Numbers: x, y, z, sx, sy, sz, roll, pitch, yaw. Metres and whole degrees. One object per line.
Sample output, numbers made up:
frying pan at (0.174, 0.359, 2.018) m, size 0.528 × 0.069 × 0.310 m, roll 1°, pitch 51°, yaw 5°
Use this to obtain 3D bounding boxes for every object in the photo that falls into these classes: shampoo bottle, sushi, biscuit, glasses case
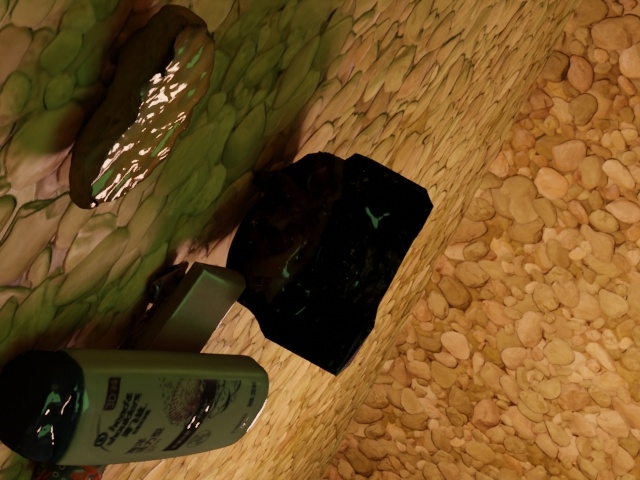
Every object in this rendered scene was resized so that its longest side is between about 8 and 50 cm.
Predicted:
shampoo bottle at (-0.197, 0.181, 1.187) m, size 0.359 × 0.078 × 0.134 m, roll 11°, pitch 113°, yaw -58°
sushi at (0.000, 0.001, 1.364) m, size 0.227 × 0.212 × 0.215 m, roll -61°, pitch 180°, yaw 8°
biscuit at (-0.147, -0.111, 0.905) m, size 0.183 × 0.061 × 0.118 m, roll -58°, pitch 168°, yaw 19°
glasses case at (-0.186, 0.096, 1.280) m, size 0.102 × 0.070 × 0.194 m, roll 27°, pitch 100°, yaw -49°

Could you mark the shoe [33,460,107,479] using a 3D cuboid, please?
shoe at (-0.284, 0.248, 1.263) m, size 0.077 × 0.074 × 0.194 m, roll -34°, pitch 157°, yaw -46°
